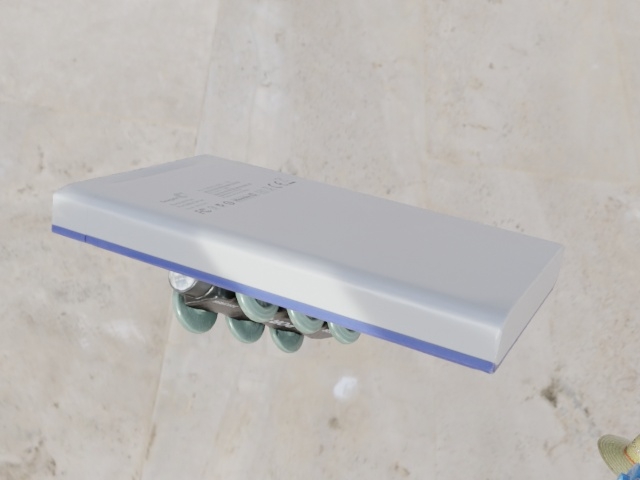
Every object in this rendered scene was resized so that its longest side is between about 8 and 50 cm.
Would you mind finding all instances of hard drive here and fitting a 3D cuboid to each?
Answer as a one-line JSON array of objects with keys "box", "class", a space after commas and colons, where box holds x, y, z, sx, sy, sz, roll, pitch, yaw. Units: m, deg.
[{"box": [0.000, 0.000, 0.628, 0.318, 0.040, 0.210, 16, 18, 21], "class": "hard drive"}]

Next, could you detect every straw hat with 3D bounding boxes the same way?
[{"box": [0.486, 0.318, 1.261, 0.144, 0.061, 0.144, 21, 26, -11], "class": "straw hat"}]

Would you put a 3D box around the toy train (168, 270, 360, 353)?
[{"box": [-0.059, 0.030, 1.081, 0.142, 0.334, 0.190, -13, 69, 34], "class": "toy train"}]

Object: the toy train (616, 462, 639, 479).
[{"box": [0.284, 0.288, 0.788, 0.080, 0.184, 0.105, 27, 40, 14], "class": "toy train"}]
